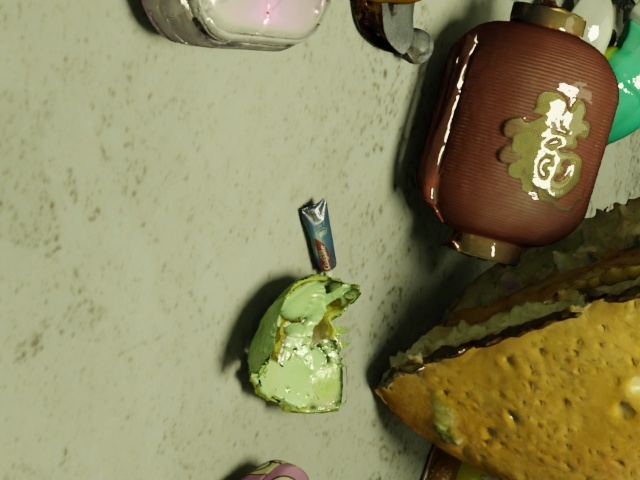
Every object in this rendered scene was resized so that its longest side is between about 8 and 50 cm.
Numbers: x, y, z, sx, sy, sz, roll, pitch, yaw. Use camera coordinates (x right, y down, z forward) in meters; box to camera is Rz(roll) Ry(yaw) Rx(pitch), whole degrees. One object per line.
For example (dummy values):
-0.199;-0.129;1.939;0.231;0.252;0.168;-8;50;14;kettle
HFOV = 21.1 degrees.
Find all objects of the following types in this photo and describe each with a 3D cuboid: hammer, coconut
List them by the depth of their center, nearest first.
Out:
-0.016;0.086;1.473;0.133;0.055;0.158;-62;150;-24;coconut
0.093;-0.307;1.501;0.137;0.037;0.290;17;89;-62;hammer

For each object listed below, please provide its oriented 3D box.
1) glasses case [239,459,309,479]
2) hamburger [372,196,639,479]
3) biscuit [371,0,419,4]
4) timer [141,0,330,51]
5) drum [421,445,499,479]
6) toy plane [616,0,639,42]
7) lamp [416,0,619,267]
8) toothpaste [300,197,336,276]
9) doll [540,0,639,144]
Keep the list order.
-0.099;0.304;1.409;0.316;0.076;0.123;-44;139;-43;glasses case
0.303;0.117;1.623;0.287;0.445;0.268;58;40;-12;hamburger
0.015;-0.339;1.243;0.359;0.046;0.359;15;72;-56;biscuit
-0.051;-0.234;1.256;0.208;0.069;0.190;-8;107;-57;timer
0.284;0.312;1.937;0.431;0.214;0.431;-32;129;-50;drum
0.360;-0.285;1.947;0.160;0.082;0.234;-52;160;-52;toy plane
0.180;-0.105;1.614;0.180;0.180;0.258;9;95;-61;lamp
0.000;0.000;1.500;0.027;0.019;0.083;-29;130;-21;toothpaste
0.278;-0.168;1.804;0.258;0.153;0.195;-44;160;-17;doll
